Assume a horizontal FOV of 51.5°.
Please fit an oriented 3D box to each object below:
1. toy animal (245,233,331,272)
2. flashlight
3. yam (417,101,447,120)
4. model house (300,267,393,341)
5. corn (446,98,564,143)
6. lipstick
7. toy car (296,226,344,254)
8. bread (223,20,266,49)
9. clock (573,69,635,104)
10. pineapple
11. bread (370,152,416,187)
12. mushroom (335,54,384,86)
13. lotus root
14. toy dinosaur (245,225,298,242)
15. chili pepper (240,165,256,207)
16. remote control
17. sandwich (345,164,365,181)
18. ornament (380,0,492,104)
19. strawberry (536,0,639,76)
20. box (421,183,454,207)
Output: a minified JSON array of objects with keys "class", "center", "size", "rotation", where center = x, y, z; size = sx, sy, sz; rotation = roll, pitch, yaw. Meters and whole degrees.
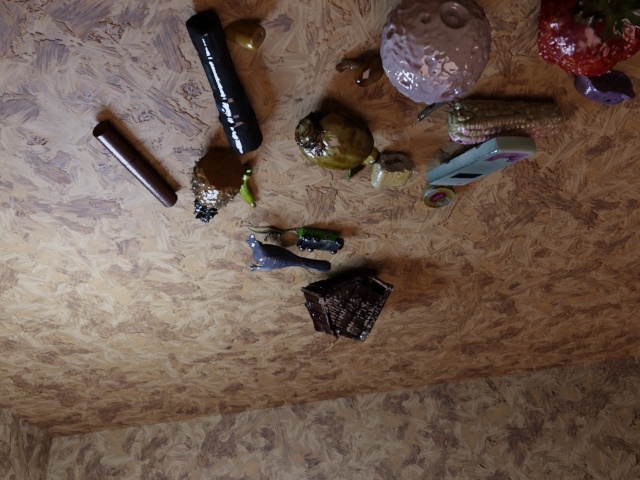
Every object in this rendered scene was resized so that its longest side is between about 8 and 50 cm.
[{"class":"toy animal","center":[-0.159,0.066,2.311],"size":[0.367,0.081,0.205],"rotation":[23,150,-39]},{"class":"flashlight","center":[-0.237,-0.384,1.667],"size":[0.103,0.103,0.424],"rotation":[-9,145,5]},{"class":"yam","center":[0.348,-0.396,1.798],"size":[0.027,0.029,0.234],"rotation":[40,132,-13]},{"class":"model house","center":[0.061,0.216,2.523],"size":[0.282,0.297,0.317],"rotation":[21,176,-20]},{"class":"corn","center":[0.514,-0.326,1.837],"size":[0.334,0.127,0.127],"rotation":[-1,145,-9]},{"class":"lipstick","center":[-0.525,-0.210,1.913],"size":[0.057,0.057,0.357],"rotation":[-16,145,14]},{"class":"toy car","center":[0.000,0.000,2.286],"size":[0.165,0.063,0.071],"rotation":[7,144,-18]},{"class":"bread","center":[-0.180,-0.492,1.568],"size":[0.062,0.103,0.049],"rotation":[-58,147,-2]},{"class":"clock","center":[0.756,-0.405,1.765],"size":[0.152,0.110,0.050],"rotation":[6,141,-15]},{"class":"pineapple","center":[-0.319,-0.146,1.976],"size":[0.157,0.158,0.279],"rotation":[7,154,-18]},{"class":"bread","center":[0.211,-0.212,1.998],"size":[0.125,0.082,0.106],"rotation":[-5,157,-20]},{"class":"mushroom","center":[0.103,-0.425,1.680],"size":[0.129,0.073,0.088],"rotation":[-5,179,6]},{"class":"lotus root","center":[0.047,-0.274,1.830],"size":[0.314,0.142,0.169],"rotation":[16,144,-43]},{"class":"toy dinosaur","center":[-0.167,-0.020,2.260],"size":[0.180,0.037,0.058],"rotation":[0,126,-19]},{"class":"chili pepper","center":[-0.230,-0.164,2.041],"size":[0.048,0.043,0.208],"rotation":[-25,154,-16]},{"class":"remote control","center":[0.459,-0.226,1.918],"size":[0.145,0.050,0.344],"rotation":[-1,169,-26]},{"class":"sandwich","center":[0.096,-0.215,2.011],"size":[0.044,0.083,0.031],"rotation":[49,138,1]},{"class":"ornament","center":[0.264,-0.448,1.505],"size":[0.259,0.260,0.225],"rotation":[1,167,-9]},{"class":"strawberry","center":[0.614,-0.493,1.530],"size":[0.257,0.258,0.277],"rotation":[-2,162,-5]},{"class":"box","center":[0.380,-0.150,2.145],"size":[0.105,0.037,0.106],"rotation":[-4,146,-3]}]
